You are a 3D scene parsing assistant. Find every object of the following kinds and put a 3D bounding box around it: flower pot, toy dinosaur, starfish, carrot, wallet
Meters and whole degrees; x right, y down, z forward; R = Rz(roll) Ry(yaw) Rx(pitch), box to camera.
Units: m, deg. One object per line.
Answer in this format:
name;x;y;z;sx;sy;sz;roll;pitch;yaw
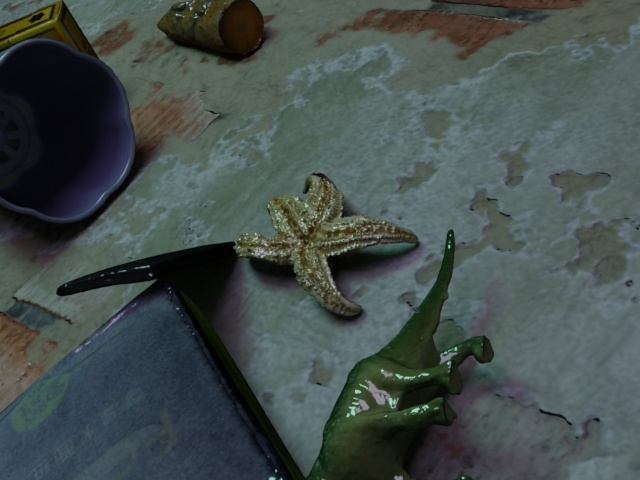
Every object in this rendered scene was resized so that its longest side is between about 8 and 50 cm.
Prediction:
flower pot;-0.450;-0.163;1.350;0.243;0.265;0.265;6;49;50
toy dinosaur;0.012;0.186;0.853;0.301;0.087;0.447;-20;35;33
starfish;-0.001;-0.001;1.055;0.216;0.071;0.238;-25;46;11
carrot;-0.212;-0.379;1.563;0.263;0.102;0.102;15;55;46
wallet;-0.195;0.031;1.038;0.124;0.025;0.244;-13;2;17

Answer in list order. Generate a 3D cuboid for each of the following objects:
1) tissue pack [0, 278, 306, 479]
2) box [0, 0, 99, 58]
tissue pack;-0.171;0.233;0.801;0.288;0.124;0.394;-40;33;-3
box;-0.527;-0.262;1.516;0.301;0.193;0.084;-20;41;8
